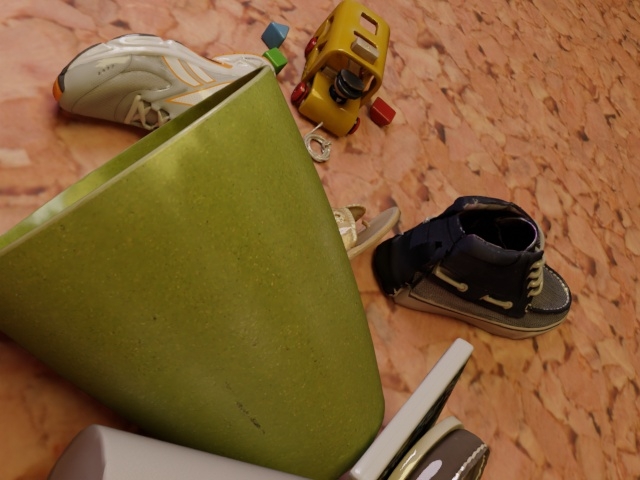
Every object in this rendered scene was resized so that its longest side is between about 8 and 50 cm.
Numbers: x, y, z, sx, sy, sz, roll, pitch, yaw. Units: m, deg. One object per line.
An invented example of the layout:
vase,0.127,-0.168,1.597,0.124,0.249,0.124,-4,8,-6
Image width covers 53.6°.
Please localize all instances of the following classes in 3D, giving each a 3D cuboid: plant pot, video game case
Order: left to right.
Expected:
plant pot,-0.079,0.060,0.516,0.293,0.275,0.274,57,44,-18
video game case,0.067,0.200,0.585,0.022,0.173,0.190,32,42,21

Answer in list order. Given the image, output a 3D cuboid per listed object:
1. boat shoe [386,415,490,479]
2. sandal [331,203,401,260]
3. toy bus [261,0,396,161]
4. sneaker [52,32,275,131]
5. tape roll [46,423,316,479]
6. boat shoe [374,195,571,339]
boat shoe,0.060,0.291,0.502,0.324,0.097,0.116,-49,140,-27
sandal,0.004,-0.002,0.706,0.079,0.088,0.240,52,51,-8
toy bus,0.035,-0.230,0.853,0.191,0.104,0.202,-21,78,-42
sneaker,-0.142,-0.138,0.676,0.263,0.099,0.120,-9,75,-39
tape roll,-0.096,0.250,0.375,0.169,0.246,0.246,24,52,-25
boat shoe,0.249,0.040,0.816,0.341,0.158,0.127,10,59,-32
